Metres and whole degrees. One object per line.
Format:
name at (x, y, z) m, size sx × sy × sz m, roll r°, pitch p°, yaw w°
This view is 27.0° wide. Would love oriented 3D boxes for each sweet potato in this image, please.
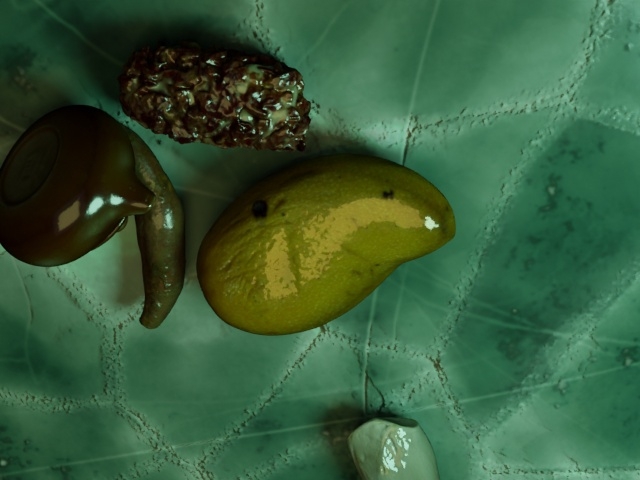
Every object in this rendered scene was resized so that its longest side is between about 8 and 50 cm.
sweet potato at (-0.185, -0.019, 1.487) m, size 0.078 × 0.058 × 0.255 m, roll 3°, pitch 116°, yaw 25°

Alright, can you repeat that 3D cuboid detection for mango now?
mango at (0.000, -0.002, 1.447) m, size 0.295 × 0.120 × 0.177 m, roll -27°, pitch 106°, yaw 16°

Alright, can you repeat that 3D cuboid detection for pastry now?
pastry at (-0.111, -0.147, 1.389) m, size 0.209 × 0.097 × 0.115 m, roll 10°, pitch 109°, yaw 1°

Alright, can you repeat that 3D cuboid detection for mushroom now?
mushroom at (0.105, 0.288, 1.617) m, size 0.097 × 0.088 × 0.212 m, roll -41°, pitch 119°, yaw -11°

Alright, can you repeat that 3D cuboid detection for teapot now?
teapot at (-0.271, -0.047, 1.420) m, size 0.252 × 0.178 × 0.135 m, roll -1°, pitch 149°, yaw 47°
